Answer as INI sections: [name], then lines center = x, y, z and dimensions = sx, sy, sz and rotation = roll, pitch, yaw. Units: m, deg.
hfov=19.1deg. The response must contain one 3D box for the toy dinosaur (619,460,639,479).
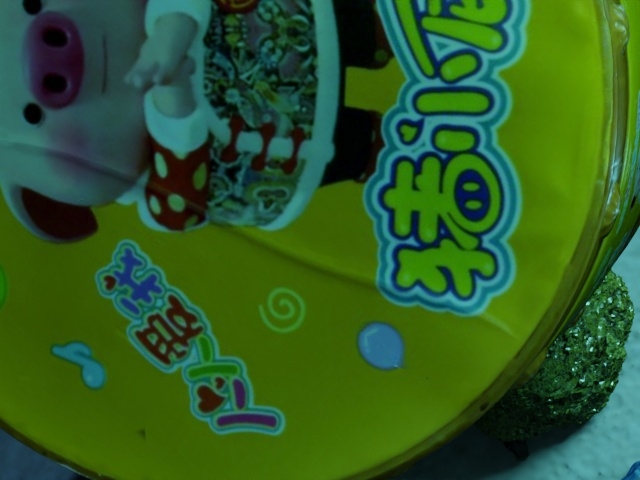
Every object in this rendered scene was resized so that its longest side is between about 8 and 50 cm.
[toy dinosaur]
center = 0.324, 0.094, 1.049
dimensions = 0.329, 0.076, 0.144
rotation = -33, 28, 7

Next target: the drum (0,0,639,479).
[drum]
center = -0.030, -0.083, 0.986
dimensions = 0.431, 0.214, 0.431
rotation = 3, 101, 18

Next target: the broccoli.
[broccoli]
center = 0.123, 0.055, 1.135
dimensions = 0.130, 0.131, 0.120
rotation = -49, 20, 11
